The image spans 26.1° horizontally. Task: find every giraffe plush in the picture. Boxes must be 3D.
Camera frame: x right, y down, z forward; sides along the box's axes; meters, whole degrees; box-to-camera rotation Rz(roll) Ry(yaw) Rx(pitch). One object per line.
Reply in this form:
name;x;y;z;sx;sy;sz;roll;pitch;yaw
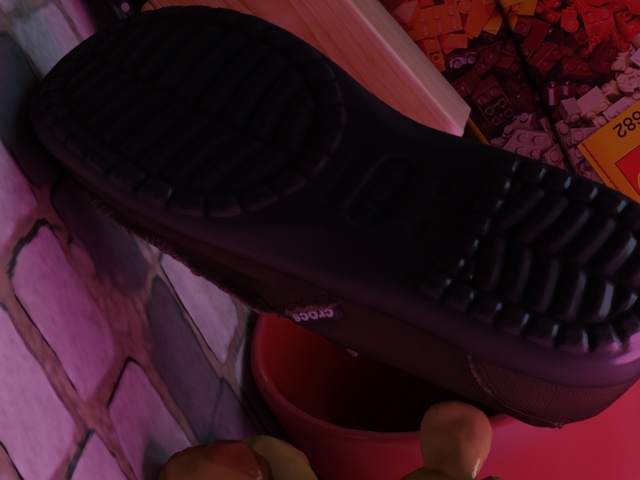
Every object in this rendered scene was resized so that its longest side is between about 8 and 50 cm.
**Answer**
giraffe plush;0.026;0.162;0.674;0.181;0.170;0.210;65;15;-5

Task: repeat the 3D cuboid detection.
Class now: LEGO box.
LEGO box;0.227;-0.100;1.222;0.372;0.193;0.500;54;3;8

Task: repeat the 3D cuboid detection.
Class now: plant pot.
plant pot;0.119;0.125;0.921;0.275;0.275;0.243;-89;159;-57

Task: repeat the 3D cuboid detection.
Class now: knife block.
knife block;-0.038;-0.181;0.866;0.088;0.276;0.242;-60;154;-71

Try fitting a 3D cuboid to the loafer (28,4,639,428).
loafer;0.000;0.000;0.698;0.366;0.134;0.130;29;-30;27
